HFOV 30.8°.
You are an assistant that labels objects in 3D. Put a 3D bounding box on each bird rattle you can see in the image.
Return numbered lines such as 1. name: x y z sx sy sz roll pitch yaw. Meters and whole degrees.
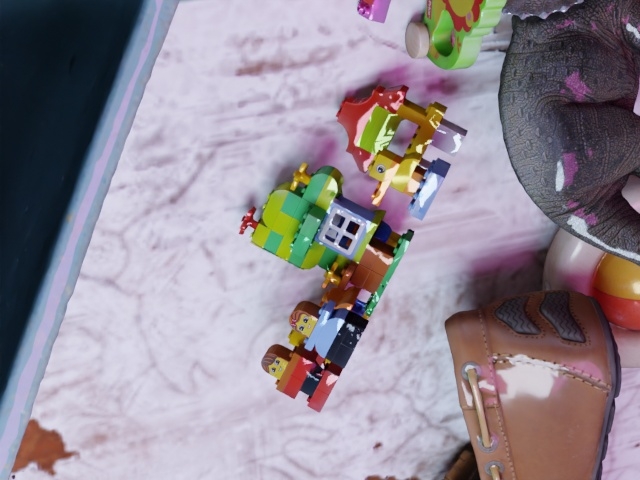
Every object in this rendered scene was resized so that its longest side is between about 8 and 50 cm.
1. bird rattle: 0.267 0.023 0.878 0.207 0.143 0.253 -6 130 -6

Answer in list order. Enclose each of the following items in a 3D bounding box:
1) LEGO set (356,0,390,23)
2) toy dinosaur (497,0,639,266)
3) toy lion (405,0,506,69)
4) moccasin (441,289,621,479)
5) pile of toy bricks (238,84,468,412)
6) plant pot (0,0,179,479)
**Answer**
1. LEGO set: 0.036 -0.236 0.658 0.093 0.087 0.227 7 110 -24
2. toy dinosaur: 0.170 -0.090 0.746 0.160 0.121 0.313 -3 97 -18
3. toy lion: 0.086 -0.151 0.711 0.034 0.096 0.100 -8 117 -18
4. moccasin: 0.136 0.212 0.877 0.147 0.139 0.380 -4 127 0
5. pile of toy bricks: 0.000 0.000 0.758 0.105 0.118 0.212 27 114 3
6. plant pot: -0.231 -0.047 0.455 0.247 0.252 0.247 19 94 -23
